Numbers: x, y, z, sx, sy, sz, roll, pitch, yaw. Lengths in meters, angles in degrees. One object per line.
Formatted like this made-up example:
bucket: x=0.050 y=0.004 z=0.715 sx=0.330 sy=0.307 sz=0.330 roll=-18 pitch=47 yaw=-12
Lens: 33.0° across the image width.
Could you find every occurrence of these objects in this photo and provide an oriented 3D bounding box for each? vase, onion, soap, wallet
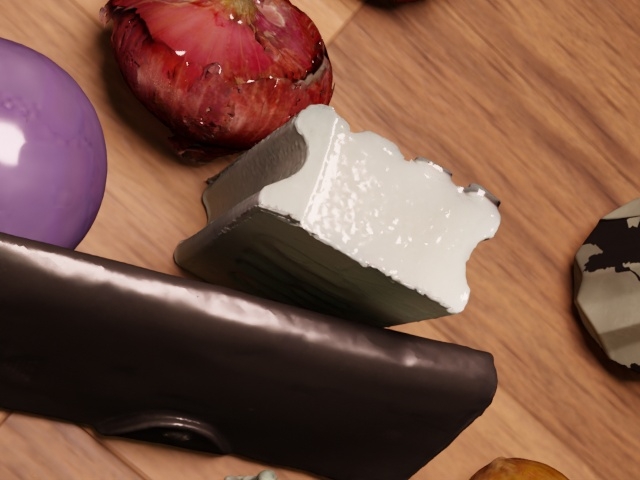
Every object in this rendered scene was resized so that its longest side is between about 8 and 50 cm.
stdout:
vase: x=0.348 y=0.017 z=0.839 sx=0.165 sy=0.360 sz=0.165 roll=5 pitch=77 yaw=-21
onion: x=-0.082 y=-0.129 z=0.831 sx=0.184 sy=0.147 sz=0.184 roll=22 pitch=29 yaw=-13
soap: x=0.000 y=0.000 z=0.762 sx=0.150 sy=0.261 sz=0.094 roll=25 pitch=75 yaw=-15
wallet: x=-0.082 y=0.093 z=0.748 sx=0.377 sy=0.197 sz=0.051 roll=17 pitch=50 yaw=-19

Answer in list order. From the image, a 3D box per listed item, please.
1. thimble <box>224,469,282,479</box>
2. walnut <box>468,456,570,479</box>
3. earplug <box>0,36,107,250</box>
thimble: x=-0.061 y=0.258 z=0.732 sx=0.149 sy=0.185 sz=0.211 roll=59 pitch=25 yaw=-6
walnut: x=0.182 y=0.266 z=0.866 sx=0.116 sy=0.116 sz=0.207 roll=-34 pitch=100 yaw=-24
earplug: x=-0.358 y=-0.076 z=0.670 sx=0.456 sy=0.215 sz=0.215 roll=10 pitch=76 yaw=-23
